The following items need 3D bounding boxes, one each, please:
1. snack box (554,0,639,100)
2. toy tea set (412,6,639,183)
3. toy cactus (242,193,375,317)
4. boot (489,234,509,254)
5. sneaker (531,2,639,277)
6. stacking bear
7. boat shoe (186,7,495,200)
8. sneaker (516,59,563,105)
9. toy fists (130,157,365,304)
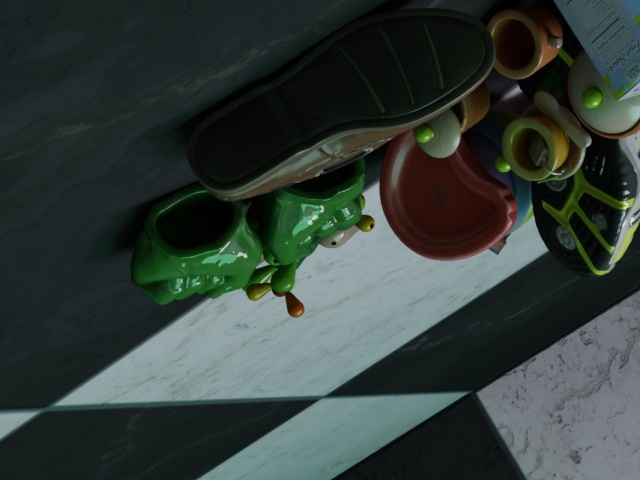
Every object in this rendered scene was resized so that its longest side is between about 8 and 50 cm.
[{"bbox_3d":[0.286,-0.240,1.454,0.174,0.207,0.070,-16,160,-39],"label":"snack box"},{"bbox_3d":[0.213,-0.154,1.630,0.124,0.200,0.336,-24,170,-44],"label":"toy tea set"},{"bbox_3d":[0.000,0.000,1.935,0.180,0.112,0.219,-26,159,-53],"label":"toy cactus"},{"bbox_3d":[0.235,-0.055,2.260,0.106,0.082,0.219,-53,159,2],"label":"boot"},{"bbox_3d":[0.330,-0.130,1.741,0.147,0.145,0.384,-20,130,-35],"label":"sneaker"},{"bbox_3d":[0.216,-0.090,1.928,0.289,0.175,0.164,-25,164,-47],"label":"stacking bear"},{"bbox_3d":[0.020,-0.131,1.535,0.307,0.110,0.104,-21,169,4],"label":"boat shoe"},{"bbox_3d":[0.409,-0.209,1.901,0.343,0.146,0.134,-28,165,-10],"label":"sneaker"},{"bbox_3d":[-0.074,-0.015,1.730,0.279,0.096,0.142,-26,165,-21],"label":"toy fists"}]
